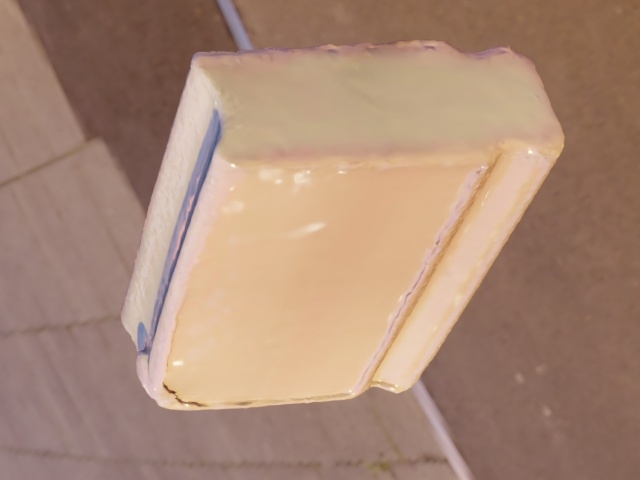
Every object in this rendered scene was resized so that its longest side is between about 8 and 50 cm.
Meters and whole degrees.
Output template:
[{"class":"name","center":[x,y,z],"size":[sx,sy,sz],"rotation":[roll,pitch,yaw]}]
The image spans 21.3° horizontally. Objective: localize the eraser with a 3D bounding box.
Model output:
[{"class":"eraser","center":[0.000,0.000,1.354],"size":[0.359,0.272,0.122],"rotation":[115,145,-52]}]
